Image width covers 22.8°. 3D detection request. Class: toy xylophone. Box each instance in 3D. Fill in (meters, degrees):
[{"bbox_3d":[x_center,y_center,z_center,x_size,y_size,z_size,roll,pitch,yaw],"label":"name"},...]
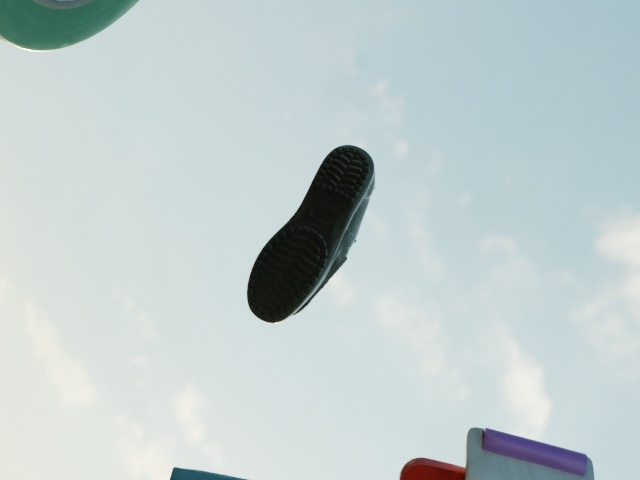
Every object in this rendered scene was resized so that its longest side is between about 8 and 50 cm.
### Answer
[{"bbox_3d":[0.115,0.310,1.382,0.081,0.236,0.322,-89,-158,-68],"label":"toy xylophone"}]

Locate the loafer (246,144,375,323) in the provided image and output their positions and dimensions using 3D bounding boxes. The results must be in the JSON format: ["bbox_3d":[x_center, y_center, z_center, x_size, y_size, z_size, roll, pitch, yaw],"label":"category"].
[{"bbox_3d":[0.000,0.000,1.186,0.056,0.148,0.050,35,1,25],"label":"loafer"}]

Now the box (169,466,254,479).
[{"bbox_3d":[0.012,0.195,0.947,0.100,0.060,0.244,5,-16,34],"label":"box"}]

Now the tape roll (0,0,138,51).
[{"bbox_3d":[-0.205,-0.319,1.335,0.077,0.321,0.321,31,-35,21],"label":"tape roll"}]
